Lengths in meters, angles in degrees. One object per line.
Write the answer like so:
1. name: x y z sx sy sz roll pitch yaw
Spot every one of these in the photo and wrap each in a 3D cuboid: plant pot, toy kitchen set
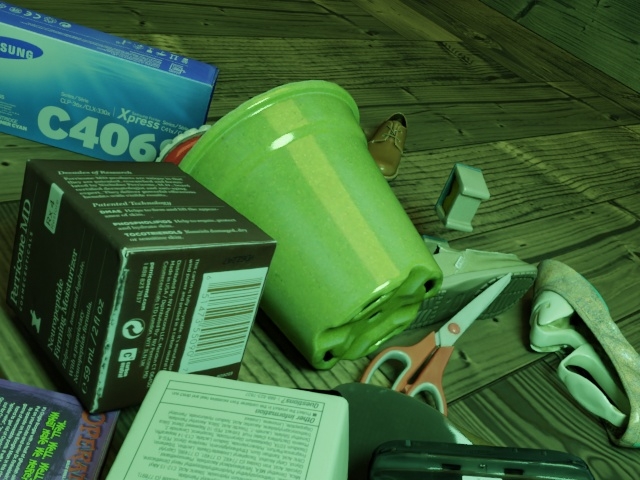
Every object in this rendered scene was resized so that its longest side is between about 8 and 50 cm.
1. plant pot: 0.000 0.000 0.884 0.276 0.276 0.254 -13 57 -42
2. toy kitchen set: 0.106 -0.054 1.080 0.207 0.166 0.122 12 31 -15

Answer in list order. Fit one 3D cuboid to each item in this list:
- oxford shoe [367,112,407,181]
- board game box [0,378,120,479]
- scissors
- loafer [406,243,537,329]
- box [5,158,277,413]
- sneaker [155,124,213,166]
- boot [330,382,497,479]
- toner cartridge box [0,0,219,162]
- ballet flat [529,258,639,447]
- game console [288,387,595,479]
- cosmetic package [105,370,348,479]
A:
1. oxford shoe: 0.119 -0.174 1.357 0.076 0.076 0.212 22 33 -2
2. board game box: -0.288 0.235 0.536 0.208 0.056 0.346 13 33 -6
3. scissors: 0.143 0.112 0.907 0.109 0.021 0.297 29 53 9
4. loafer: 0.186 0.051 1.031 0.269 0.101 0.092 -4 46 -33
5. box: -0.182 0.033 0.741 0.167 0.168 0.203 -5 29 -44
6. sneaker: -0.095 -0.100 1.054 0.279 0.107 0.118 -10 30 -28
7. boot: 0.139 0.237 0.762 0.305 0.112 0.115 25 1 14
8. toner cartridge box: -0.334 -0.210 1.062 0.348 0.165 0.075 15 33 -9
9. ballet flat: 0.346 0.140 0.997 0.106 0.107 0.316 -9 41 -19
10. game console: 0.059 0.226 0.645 0.362 0.043 0.213 3 38 5
11. cosmetic package: -0.083 0.245 0.499 0.160 0.113 0.309 7 41 11
